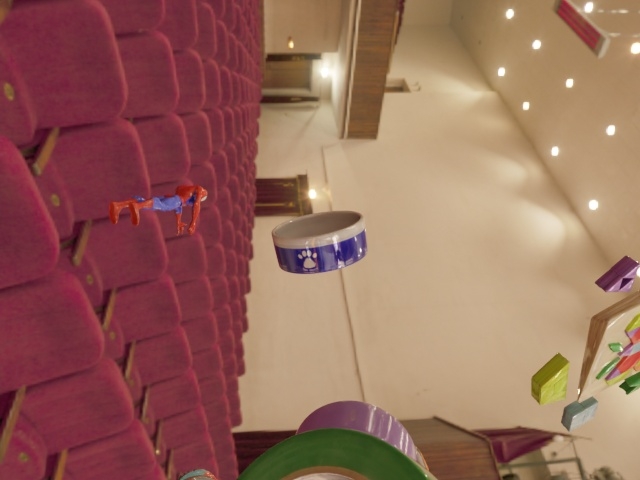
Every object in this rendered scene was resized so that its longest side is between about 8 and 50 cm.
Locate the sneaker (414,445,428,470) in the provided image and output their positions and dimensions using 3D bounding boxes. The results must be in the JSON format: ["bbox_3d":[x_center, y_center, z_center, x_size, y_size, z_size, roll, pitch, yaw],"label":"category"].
[{"bbox_3d":[0.222,0.596,1.110,0.180,0.124,0.321,17,63,-53],"label":"sneaker"}]

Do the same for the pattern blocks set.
[{"bbox_3d":[0.382,0.117,0.632,0.026,0.285,0.325,55,-3,46],"label":"pattern blocks set"}]

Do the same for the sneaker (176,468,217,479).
[{"bbox_3d":[-0.177,0.517,0.974,0.262,0.125,0.104,49,58,-37],"label":"sneaker"}]

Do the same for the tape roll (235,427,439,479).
[{"bbox_3d":[0.010,0.366,0.531,0.077,0.321,0.321,47,27,-44],"label":"tape roll"}]

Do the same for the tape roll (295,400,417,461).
[{"bbox_3d":[0.043,0.331,0.732,0.080,0.189,0.189,-49,140,-75],"label":"tape roll"}]

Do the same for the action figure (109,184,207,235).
[{"bbox_3d":[-0.347,-0.052,1.193,0.280,0.091,0.139,-35,127,-60],"label":"action figure"}]

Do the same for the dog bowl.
[{"bbox_3d":[0.000,0.000,1.471,0.265,0.264,0.104,-114,-167,-74],"label":"dog bowl"}]
